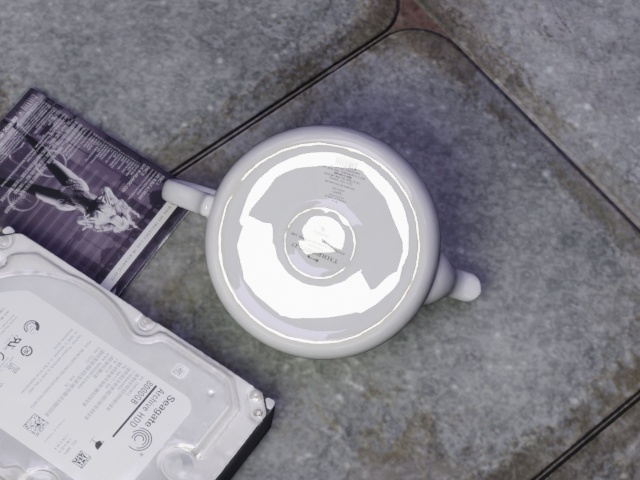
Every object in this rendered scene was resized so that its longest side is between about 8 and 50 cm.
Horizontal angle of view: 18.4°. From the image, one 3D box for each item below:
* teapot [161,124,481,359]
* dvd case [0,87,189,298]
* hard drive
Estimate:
[{"bbox_3d":[0.000,0.000,2.013,0.252,0.187,0.256,-27,90,3],"label":"teapot"},{"bbox_3d":[-0.262,-0.048,2.080,0.221,0.018,0.164,31,59,8],"label":"dvd case"},{"bbox_3d":[-0.246,0.161,1.930,0.339,0.064,0.237,33,61,12],"label":"hard drive"}]
